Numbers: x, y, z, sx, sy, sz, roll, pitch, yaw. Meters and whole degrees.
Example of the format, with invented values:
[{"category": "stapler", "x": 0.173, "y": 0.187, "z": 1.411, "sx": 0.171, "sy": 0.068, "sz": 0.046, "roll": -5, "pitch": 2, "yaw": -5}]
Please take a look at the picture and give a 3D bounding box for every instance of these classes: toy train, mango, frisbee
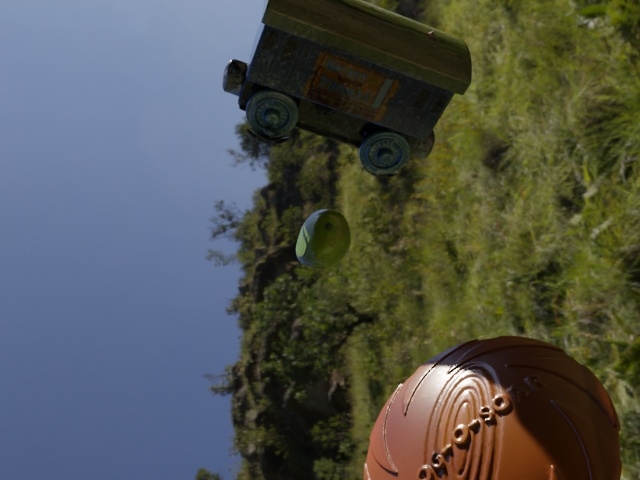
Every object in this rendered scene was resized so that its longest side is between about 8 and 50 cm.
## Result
[{"category": "toy train", "x": 0.032, "y": -0.211, "z": 0.876, "sx": 0.300, "sy": 0.202, "sz": 0.131, "roll": 15, "pitch": -138, "yaw": -14}, {"category": "mango", "x": 0.000, "y": 0.000, "z": 0.798, "sx": 0.056, "sy": 0.108, "sz": 0.073, "roll": 19, "pitch": -107, "yaw": -18}, {"category": "frisbee", "x": 0.111, "y": 0.144, "z": 0.481, "sx": 0.035, "sy": 0.192, "sz": 0.192, "roll": 51, "pitch": -136, "yaw": -35}]
